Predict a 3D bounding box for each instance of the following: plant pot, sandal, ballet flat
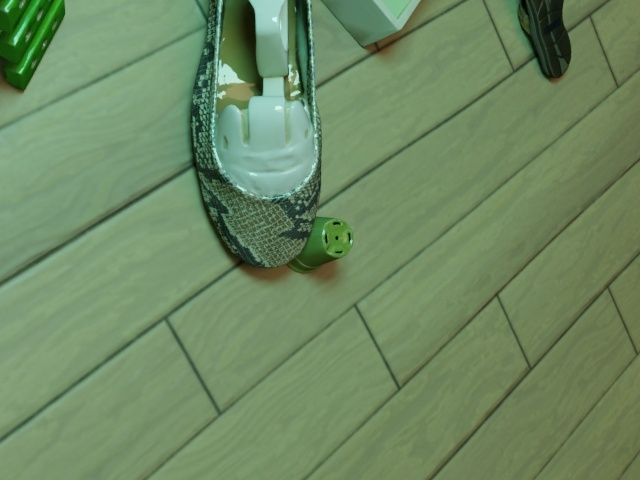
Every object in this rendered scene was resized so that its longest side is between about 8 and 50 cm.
[{"bbox_3d":[0.000,0.000,1.140,0.083,0.079,0.083,3,84,-35],"label":"plant pot"},{"bbox_3d":[0.372,-0.381,1.463,0.090,0.060,0.219,-35,120,-27],"label":"sandal"},{"bbox_3d":[-0.072,-0.211,1.043,0.163,0.182,0.483,0,86,-11],"label":"ballet flat"}]

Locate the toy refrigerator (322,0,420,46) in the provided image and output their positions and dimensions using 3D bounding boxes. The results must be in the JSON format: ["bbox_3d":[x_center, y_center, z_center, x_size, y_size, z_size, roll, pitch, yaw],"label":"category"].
[{"bbox_3d":[0.120,-0.417,1.258,0.102,0.094,0.270,45,62,-23],"label":"toy refrigerator"}]

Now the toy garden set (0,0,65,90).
[{"bbox_3d":[-0.288,-0.294,0.876,0.049,0.244,0.204,23,71,-7],"label":"toy garden set"}]
